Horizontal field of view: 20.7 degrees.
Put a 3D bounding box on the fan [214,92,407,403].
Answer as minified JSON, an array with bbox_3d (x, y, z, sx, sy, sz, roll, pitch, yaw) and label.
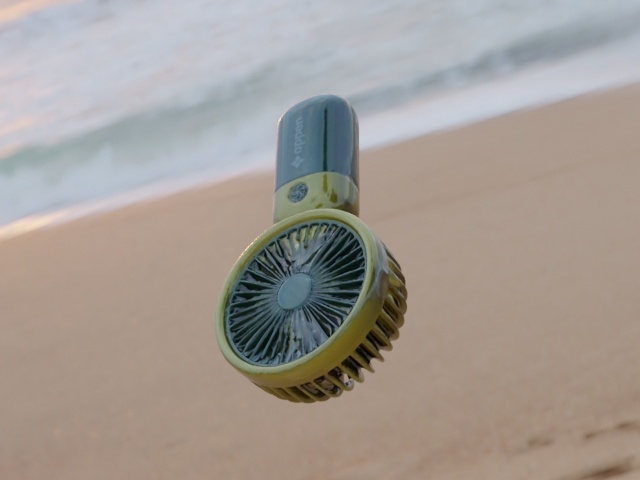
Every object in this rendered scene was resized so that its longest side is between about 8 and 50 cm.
[{"bbox_3d":[0.000,0.000,0.763,0.082,0.039,0.155,-20,49,28],"label":"fan"}]
